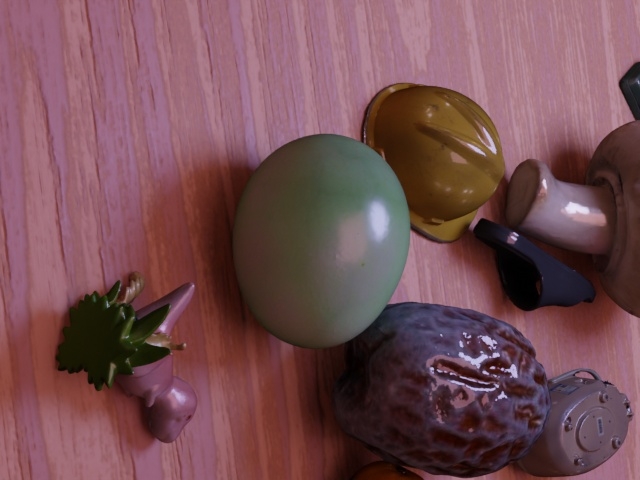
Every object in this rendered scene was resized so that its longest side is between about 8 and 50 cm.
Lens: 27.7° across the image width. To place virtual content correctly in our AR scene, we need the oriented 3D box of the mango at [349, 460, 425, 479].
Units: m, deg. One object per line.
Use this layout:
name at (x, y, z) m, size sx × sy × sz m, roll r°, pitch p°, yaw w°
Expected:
mango at (0.094, 0.396, 1.725) m, size 0.144 × 0.112 × 0.219 m, roll -18°, pitch 117°, yaw -13°

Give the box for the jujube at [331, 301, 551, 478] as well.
jujube at (0.165, 0.204, 1.716) m, size 0.308 × 0.246 × 0.215 m, roll 14°, pitch 73°, yaw -28°

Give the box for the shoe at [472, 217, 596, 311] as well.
shoe at (0.307, 0.054, 1.951) m, size 0.241 × 0.108 × 0.093 m, roll 32°, pitch 86°, yaw -35°

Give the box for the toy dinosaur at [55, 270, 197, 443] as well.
toy dinosaur at (-0.189, 0.136, 1.494) m, size 0.177 × 0.152 × 0.194 m, roll 17°, pitch 81°, yaw -47°

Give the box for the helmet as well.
helmet at (0.189, -0.120, 1.842) m, size 0.257 × 0.140 × 0.205 m, roll 45°, pitch 59°, yaw -25°

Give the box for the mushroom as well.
mushroom at (0.496, -0.057, 2.000) m, size 0.356 × 0.315 × 0.315 m, roll 48°, pitch 57°, yaw -14°

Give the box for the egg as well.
egg at (0.000, 0.000, 1.609) m, size 0.220 × 0.220 × 0.270 m, roll 24°, pitch 68°, yaw -36°

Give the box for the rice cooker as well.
rice cooker at (0.380, 0.281, 1.971) m, size 0.206 × 0.127 × 0.145 m, roll -22°, pitch 101°, yaw -31°

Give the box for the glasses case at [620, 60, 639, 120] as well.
glasses case at (0.586, -0.219, 2.250) m, size 0.078 × 0.039 × 0.184 m, roll -45°, pitch 114°, yaw -34°
